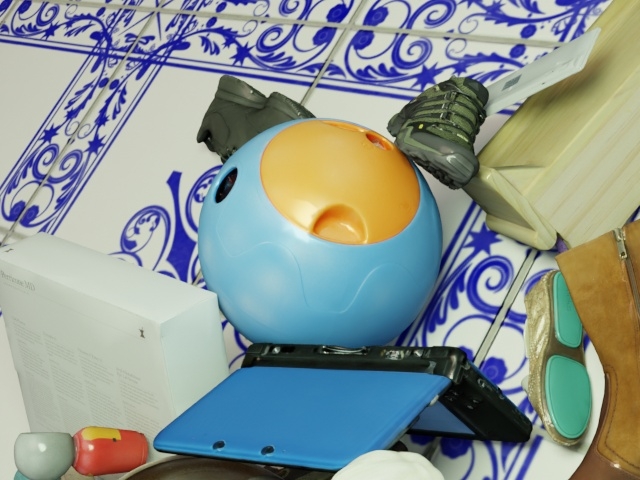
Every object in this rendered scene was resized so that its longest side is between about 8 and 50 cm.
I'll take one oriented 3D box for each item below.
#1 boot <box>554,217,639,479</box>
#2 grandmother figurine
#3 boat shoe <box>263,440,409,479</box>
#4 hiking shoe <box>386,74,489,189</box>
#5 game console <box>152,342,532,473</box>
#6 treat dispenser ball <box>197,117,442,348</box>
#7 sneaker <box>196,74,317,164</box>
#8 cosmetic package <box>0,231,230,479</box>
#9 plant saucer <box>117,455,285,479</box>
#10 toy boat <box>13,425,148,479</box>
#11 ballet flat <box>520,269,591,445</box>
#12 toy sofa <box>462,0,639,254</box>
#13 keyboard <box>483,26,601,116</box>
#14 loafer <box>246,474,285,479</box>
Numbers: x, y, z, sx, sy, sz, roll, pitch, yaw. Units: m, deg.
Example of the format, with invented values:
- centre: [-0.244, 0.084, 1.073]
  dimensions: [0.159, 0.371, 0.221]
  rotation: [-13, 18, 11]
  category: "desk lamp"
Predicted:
- centre: [0.268, 0.132, 1.053]
  dimensions: [0.264, 0.096, 0.281]
  rotation: [-36, 56, 38]
  category: "boot"
- centre: [0.118, 0.279, 0.959]
  dimensions: [0.207, 0.342, 0.104]
  rotation: [18, 71, 44]
  category: "grandmother figurine"
- centre: [-0.047, 0.317, 1.242]
  dimensions: [0.342, 0.123, 0.123]
  rotation: [-32, 12, 15]
  category: "boat shoe"
- centre: [0.142, -0.136, 1.247]
  dimensions: [0.114, 0.086, 0.227]
  rotation: [-51, 20, 10]
  category: "hiking shoe"
- centre: [0.026, 0.201, 1.136]
  dimensions: [0.293, 0.250, 0.173]
  rotation: [-3, 55, 42]
  category: "game console"
- centre: [0.000, 0.000, 1.298]
  dimensions: [0.288, 0.288, 0.288]
  rotation: [-20, 49, 25]
  category: "treat dispenser ball"
- centre: [-0.086, -0.154, 1.629]
  dimensions: [0.286, 0.109, 0.130]
  rotation: [25, 82, 55]
  category: "sneaker"
- centre: [-0.259, 0.166, 1.385]
  dimensions: [0.377, 0.285, 0.097]
  rotation: [16, 34, 43]
  category: "cosmetic package"
- centre: [-0.111, 0.367, 1.166]
  dimensions: [0.310, 0.311, 0.050]
  rotation: [-33, 2, 13]
  category: "plant saucer"
- centre: [-0.319, 0.331, 1.319]
  dimensions: [0.318, 0.148, 0.268]
  rotation: [-64, 35, 34]
  category: "toy boat"
- centre: [0.249, 0.131, 1.185]
  dimensions: [0.067, 0.073, 0.206]
  rotation: [-39, 32, 48]
  category: "ballet flat"
- centre: [0.330, -0.148, 1.282]
  dimensions: [0.362, 0.177, 0.150]
  rotation: [-49, 19, -3]
  category: "toy sofa"
- centre: [0.222, -0.177, 1.292]
  dimensions: [0.256, 0.014, 0.072]
  rotation: [-24, 24, 52]
  category: "keyboard"
- centre: [-0.067, 0.413, 1.069]
  dimensions: [0.130, 0.133, 0.366]
  rotation: [-7, 85, 45]
  category: "loafer"
